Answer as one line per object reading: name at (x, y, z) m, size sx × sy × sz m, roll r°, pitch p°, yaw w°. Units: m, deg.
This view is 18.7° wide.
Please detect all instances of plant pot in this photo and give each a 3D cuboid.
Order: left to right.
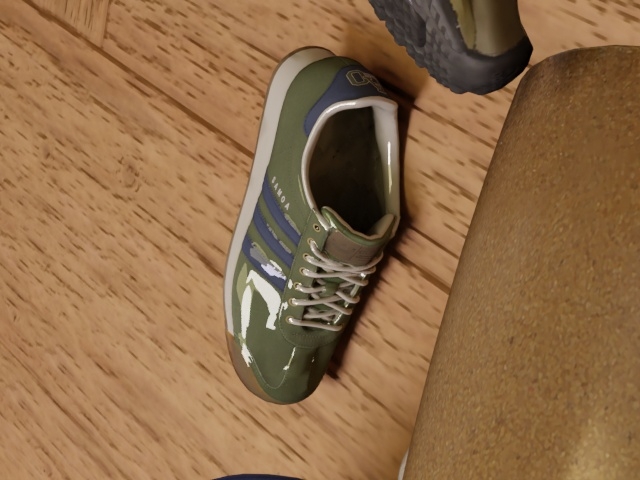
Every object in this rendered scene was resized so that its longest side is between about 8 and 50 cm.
plant pot at (0.116, 0.111, 0.590) m, size 0.237 × 0.237 × 0.254 m, roll 7°, pitch 68°, yaw 57°

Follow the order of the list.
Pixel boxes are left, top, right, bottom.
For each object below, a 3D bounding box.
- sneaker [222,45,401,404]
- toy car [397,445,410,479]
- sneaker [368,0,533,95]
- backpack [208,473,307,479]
sneaker at (0.000, 0.000, 1.001) m, size 0.086 × 0.064 × 0.192 m, roll 25°, pitch 109°, yaw 59°
toy car at (0.135, 0.115, 0.782) m, size 0.188 × 0.149 × 0.155 m, roll 40°, pitch 126°, yaw 15°
sneaker at (0.073, -0.253, 0.649) m, size 0.158 × 0.182 × 0.410 m, roll 77°, pitch -170°, yaw -80°
backpack at (-0.018, 0.241, 0.885) m, size 0.263 × 0.276 × 0.213 m, roll -56°, pitch 18°, yaw 29°
